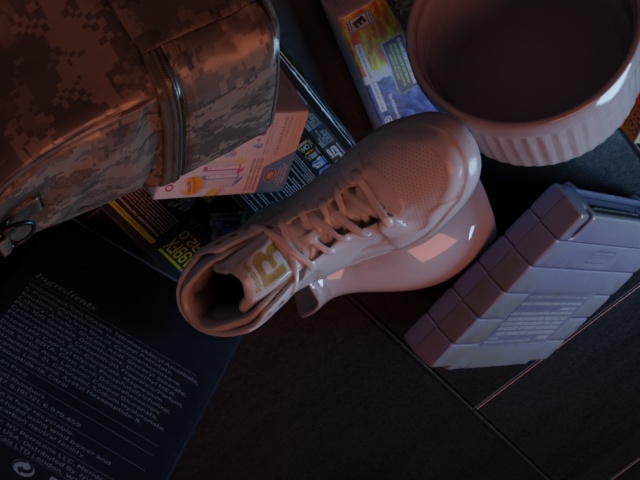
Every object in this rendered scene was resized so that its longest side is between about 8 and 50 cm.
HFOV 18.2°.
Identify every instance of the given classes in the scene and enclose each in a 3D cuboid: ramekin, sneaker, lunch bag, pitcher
[{"bbox_3d":[0.186,-0.163,1.746,0.207,0.207,0.109,-32,150,0],"label":"ramekin"},{"bbox_3d":[0.000,0.000,1.721,0.292,0.108,0.169,-32,-174,40],"label":"sneaker"},{"bbox_3d":[-0.207,-0.168,1.454,0.256,0.305,0.212,-28,166,-15],"label":"lunch bag"},{"bbox_3d":[0.064,-0.009,1.937,0.207,0.125,0.178,-21,171,-6],"label":"pitcher"}]

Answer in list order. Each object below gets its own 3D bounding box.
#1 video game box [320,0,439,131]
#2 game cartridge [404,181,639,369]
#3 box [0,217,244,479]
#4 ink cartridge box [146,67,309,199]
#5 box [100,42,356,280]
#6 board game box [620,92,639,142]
[{"bbox_3d":[0.113,-0.195,1.854,0.187,0.048,0.205,-32,141,-4],"label":"video game box"},{"bbox_3d":[0.234,0.041,2.091,0.230,0.068,0.355,-42,162,18],"label":"game cartridge"},{"bbox_3d":[-0.260,0.213,1.735,0.212,0.395,0.293,31,119,-3],"label":"box"},{"bbox_3d":[-0.100,-0.097,1.685,0.143,0.090,0.092,-6,134,-29],"label":"ink cartridge box"},{"bbox_3d":[-0.105,-0.091,1.808,0.216,0.060,0.270,-36,141,5],"label":"box"},{"bbox_3d":[0.430,-0.160,2.115,0.259,0.039,0.124,-1,131,-29],"label":"board game box"}]
